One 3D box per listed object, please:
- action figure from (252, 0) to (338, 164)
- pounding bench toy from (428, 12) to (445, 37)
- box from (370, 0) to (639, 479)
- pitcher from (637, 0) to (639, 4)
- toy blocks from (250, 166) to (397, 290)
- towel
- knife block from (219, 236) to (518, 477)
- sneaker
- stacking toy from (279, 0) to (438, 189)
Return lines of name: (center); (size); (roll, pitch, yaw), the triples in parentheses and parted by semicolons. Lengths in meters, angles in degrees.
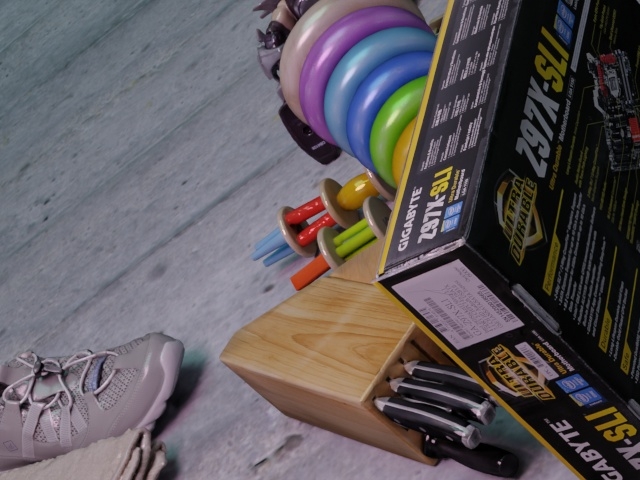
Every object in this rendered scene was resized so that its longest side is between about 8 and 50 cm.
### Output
action figure: (0.008, -0.204, 1.809); (0.185, 0.099, 0.285); (-41, 24, 27)
pounding bench toy: (0.140, -0.180, 1.631); (0.083, 0.052, 0.065); (-25, 35, 36)
box: (0.169, -0.028, 1.183); (0.079, 0.257, 0.322); (-24, 36, 38)
pitcher: (0.255, -0.211, 1.417); (0.178, 0.125, 0.207); (-28, 24, -29)
toy blocks: (0.000, 0.000, 1.593); (0.148, 0.054, 0.123); (-33, 30, 24)
towel: (-0.251, 0.271, 1.597); (0.282, 0.049, 0.187); (-21, 38, 42)
knife block: (0.049, 0.112, 1.346); (0.276, 0.088, 0.242); (-32, 31, 24)
sneaker: (-0.243, 0.150, 1.670); (0.281, 0.115, 0.105); (-28, 33, 31)
stacking toy: (0.093, -0.077, 1.473); (0.141, 0.141, 0.330); (-44, 43, 5)
